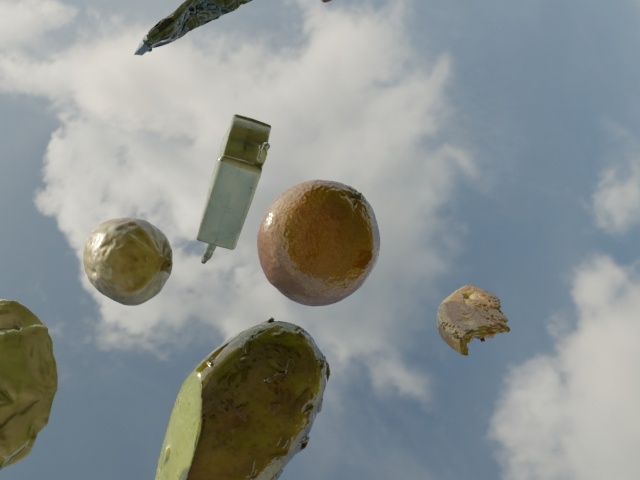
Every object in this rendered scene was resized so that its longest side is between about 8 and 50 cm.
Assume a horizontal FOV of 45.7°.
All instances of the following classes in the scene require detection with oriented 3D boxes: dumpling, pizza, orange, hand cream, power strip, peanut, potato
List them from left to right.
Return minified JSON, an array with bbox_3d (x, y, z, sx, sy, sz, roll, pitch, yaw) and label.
[{"bbox_3d":[-0.435,0.201,0.976,0.193,0.147,0.258,14,-109,16],"label":"dumpling"},{"bbox_3d":[-0.289,0.026,1.141,0.129,0.224,0.129,-4,-79,-23],"label":"peanut"},{"bbox_3d":[-0.173,-0.350,1.162,0.248,0.075,0.052,-39,-97,-16],"label":"hand cream"},{"bbox_3d":[-0.089,-0.038,0.729,0.042,0.175,0.075,16,-139,-9],"label":"power strip"},{"bbox_3d":[-0.105,0.232,0.950,0.176,0.141,0.298,41,-108,-19],"label":"potato"},{"bbox_3d":[0.000,0.000,1.537,0.264,0.264,0.264,11,-112,-29],"label":"orange"},{"bbox_3d":[0.295,0.153,1.495,0.134,0.271,0.056,-1,-72,3],"label":"pizza"}]

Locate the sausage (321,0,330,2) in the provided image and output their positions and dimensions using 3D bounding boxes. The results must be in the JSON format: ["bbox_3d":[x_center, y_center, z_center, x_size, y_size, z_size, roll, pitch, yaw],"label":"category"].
[{"bbox_3d":[0.052,-0.477,1.320,0.154,0.062,0.062,-34,-86,3],"label":"sausage"}]
